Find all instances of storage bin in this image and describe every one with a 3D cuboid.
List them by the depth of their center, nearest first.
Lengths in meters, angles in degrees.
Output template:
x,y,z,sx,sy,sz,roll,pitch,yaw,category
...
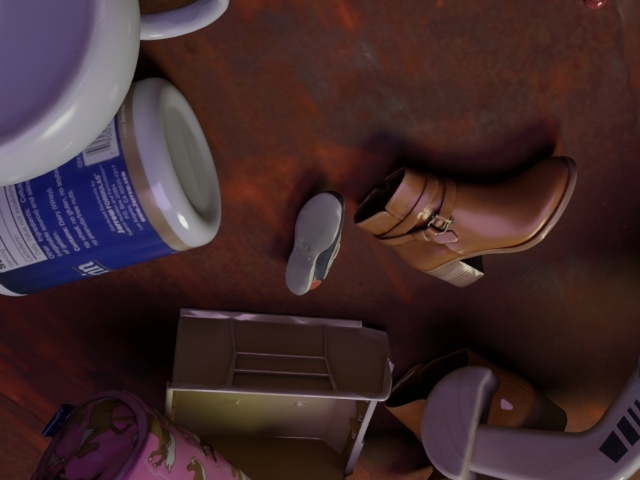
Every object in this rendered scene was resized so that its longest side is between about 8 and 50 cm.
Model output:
x,y,z,sx,sy,sz,roll,pitch,yaw,category
-0.062,0.222,1.002,0.261,0.123,0.262,5,131,-10,storage bin

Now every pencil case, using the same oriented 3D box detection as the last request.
x,y,z,sx,sy,sz,roll,pitch,yaw,category
-0.143,0.318,0.896,0.167,0.160,0.386,2,145,41,pencil case

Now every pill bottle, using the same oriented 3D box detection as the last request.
x,y,z,sx,sy,sz,roll,pitch,yaw,category
-0.236,-0.037,0.724,0.265,0.153,0.153,-15,132,9,pill bottle

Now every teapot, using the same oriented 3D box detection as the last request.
x,y,z,sx,sy,sz,roll,pitch,yaw,category
-0.239,-0.154,0.599,0.256,0.187,0.252,32,91,-1,teapot

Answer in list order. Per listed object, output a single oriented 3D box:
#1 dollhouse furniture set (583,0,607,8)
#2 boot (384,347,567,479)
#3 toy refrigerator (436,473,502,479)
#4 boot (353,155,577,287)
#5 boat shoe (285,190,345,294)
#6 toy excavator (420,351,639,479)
x,y,z,sx,sy,sz,roll,pitch,yaw,category
0.340,-0.272,0.596,0.374,0.152,0.201,3,135,15,dollhouse furniture set
0.161,0.264,1.091,0.211,0.104,0.295,31,119,-23,boot
0.161,0.375,1.039,0.270,0.094,0.102,-17,126,-3,toy refrigerator
0.143,-0.040,0.817,0.152,0.073,0.197,30,121,-24,boot
0.000,0.000,0.858,0.043,0.049,0.137,-27,147,-43,boat shoe
0.384,0.167,0.845,0.445,0.433,0.222,-51,151,-4,toy excavator
